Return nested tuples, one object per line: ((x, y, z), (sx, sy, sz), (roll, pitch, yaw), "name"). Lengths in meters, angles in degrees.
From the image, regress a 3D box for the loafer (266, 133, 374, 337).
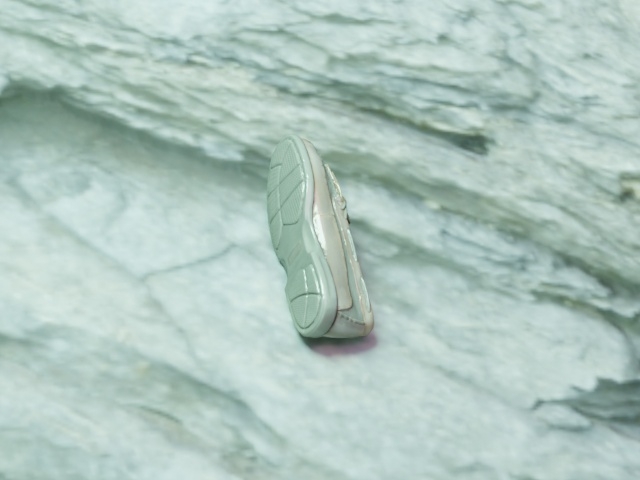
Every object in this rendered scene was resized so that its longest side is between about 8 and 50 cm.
((0.000, 0.000, 1.044), (0.039, 0.045, 0.125), (12, 51, -30), "loafer")
